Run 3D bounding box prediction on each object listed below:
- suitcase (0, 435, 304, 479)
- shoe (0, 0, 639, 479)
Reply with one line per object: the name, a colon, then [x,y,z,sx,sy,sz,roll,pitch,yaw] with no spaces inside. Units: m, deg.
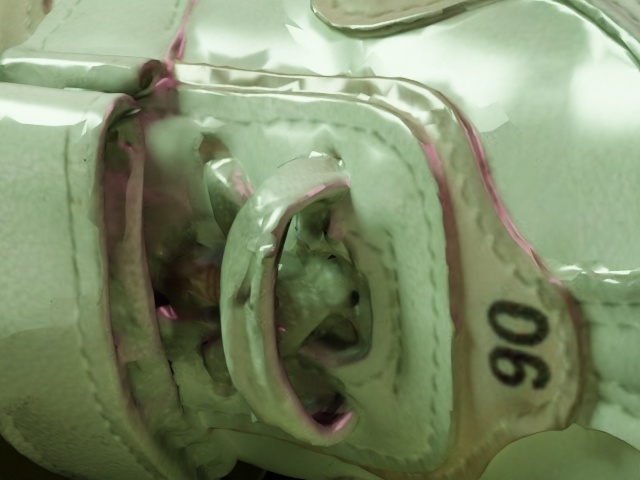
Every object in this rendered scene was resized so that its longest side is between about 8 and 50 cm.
suitcase: [-0.080,0.063,0.645,0.235,0.143,0.194,30,30,3]
shoe: [0.001,0.003,0.455,0.198,0.171,0.351,-13,15,-29]
